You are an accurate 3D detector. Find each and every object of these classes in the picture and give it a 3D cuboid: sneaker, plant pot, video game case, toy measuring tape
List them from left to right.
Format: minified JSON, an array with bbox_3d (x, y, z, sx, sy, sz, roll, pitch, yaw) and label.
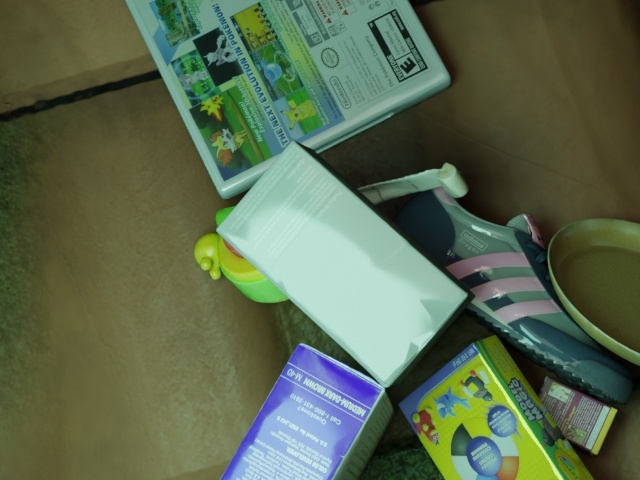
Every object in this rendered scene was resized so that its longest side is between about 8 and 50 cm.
[{"bbox_3d":[-0.051,-0.255,1.583,0.299,0.036,0.329,-27,75,0],"label":"video game case"},{"bbox_3d":[0.000,0.000,1.438,0.330,0.121,0.121,-11,73,28],"label":"toy measuring tape"},{"bbox_3d":[0.219,0.045,1.429,0.319,0.112,0.131,36,86,14],"label":"sneaker"},{"bbox_3d":[0.341,0.063,1.385,0.236,0.032,0.236,13,36,-9],"label":"plant pot"}]

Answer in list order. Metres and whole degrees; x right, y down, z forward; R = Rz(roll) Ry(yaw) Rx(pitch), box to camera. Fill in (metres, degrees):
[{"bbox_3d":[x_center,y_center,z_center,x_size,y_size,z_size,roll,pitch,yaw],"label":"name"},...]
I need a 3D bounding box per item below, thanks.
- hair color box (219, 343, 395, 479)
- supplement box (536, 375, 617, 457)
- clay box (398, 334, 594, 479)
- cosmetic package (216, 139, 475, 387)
[{"bbox_3d":[-0.052,0.286,1.364,0.110,0.185,0.339,27,80,13],"label":"hair color box"},{"bbox_3d":[0.265,0.188,1.421,0.083,0.043,0.055,26,80,12],"label":"supplement box"},{"bbox_3d":[0.190,0.226,1.385,0.127,0.053,0.222,-45,69,34],"label":"clay box"},{"bbox_3d":[0.027,0.023,1.338,0.238,0.107,0.127,44,96,8],"label":"cosmetic package"}]
